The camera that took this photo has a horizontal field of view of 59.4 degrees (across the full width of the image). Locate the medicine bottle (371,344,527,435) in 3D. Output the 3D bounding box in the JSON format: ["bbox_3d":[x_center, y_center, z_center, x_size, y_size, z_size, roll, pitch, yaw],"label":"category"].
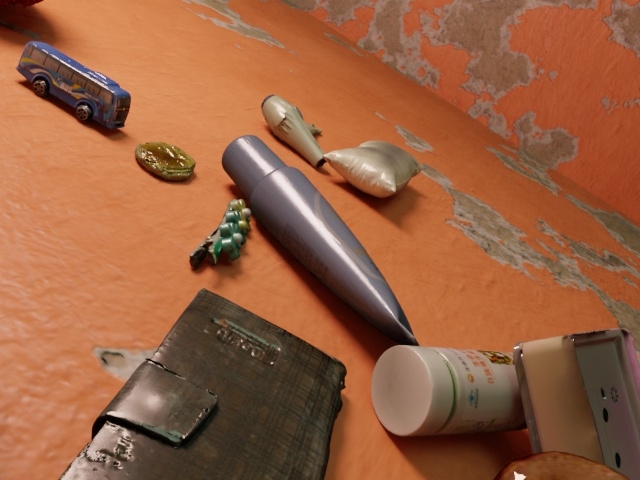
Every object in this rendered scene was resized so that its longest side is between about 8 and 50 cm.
[{"bbox_3d":[0.148,0.156,0.582,0.183,0.086,0.086,11,32,-35],"label":"medicine bottle"}]

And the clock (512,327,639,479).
[{"bbox_3d":[0.279,0.190,0.569,0.147,0.071,0.192,4,72,-42],"label":"clock"}]

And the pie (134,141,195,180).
[{"bbox_3d":[-0.206,-0.108,0.752,0.084,0.020,0.084,24,27,-13],"label":"pie"}]

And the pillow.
[{"bbox_3d":[0.104,-0.143,1.072,0.144,0.078,0.254,31,24,10],"label":"pillow"}]

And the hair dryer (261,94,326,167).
[{"bbox_3d":[-0.018,-0.191,1.086,0.199,0.067,0.167,17,35,-56],"label":"hair dryer"}]

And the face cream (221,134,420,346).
[{"bbox_3d":[0.000,0.000,0.702,0.385,0.086,0.135,48,-2,29],"label":"face cream"}]

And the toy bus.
[{"bbox_3d":[-0.330,-0.208,0.754,0.153,0.061,0.051,30,21,3],"label":"toy bus"}]

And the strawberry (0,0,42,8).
[{"bbox_3d":[-0.527,-0.462,0.860,0.261,0.257,0.261,18,56,-29],"label":"strawberry"}]

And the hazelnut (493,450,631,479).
[{"bbox_3d":[0.204,0.243,0.440,0.143,0.143,0.154,15,13,-28],"label":"hazelnut"}]

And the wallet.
[{"bbox_3d":[-0.074,0.151,0.405,0.169,0.044,0.317,28,25,-1],"label":"wallet"}]

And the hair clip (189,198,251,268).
[{"bbox_3d":[-0.107,-0.010,0.667,0.049,0.049,0.173,27,25,-7],"label":"hair clip"}]
